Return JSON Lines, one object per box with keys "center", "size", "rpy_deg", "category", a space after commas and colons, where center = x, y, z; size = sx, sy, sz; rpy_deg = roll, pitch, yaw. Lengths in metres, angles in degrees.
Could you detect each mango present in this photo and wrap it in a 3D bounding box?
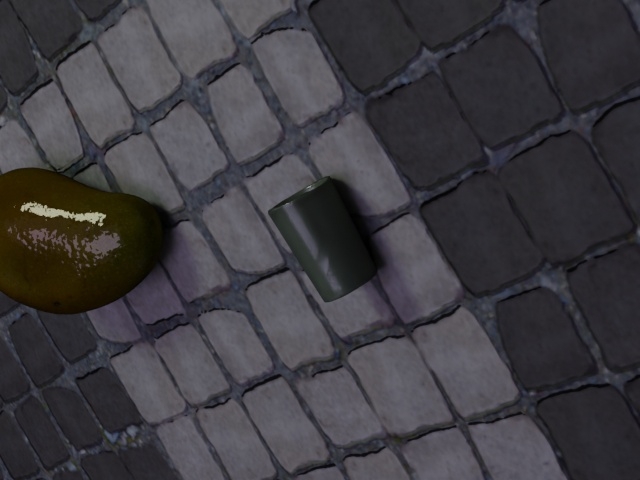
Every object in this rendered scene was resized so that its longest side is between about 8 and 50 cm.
{"center": [-0.234, 0.001, 1.359], "size": [0.227, 0.099, 0.136], "rpy_deg": [2, 109, 37], "category": "mango"}

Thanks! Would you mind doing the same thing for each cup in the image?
{"center": [-0.003, 0.002, 1.144], "size": [0.075, 0.054, 0.083], "rpy_deg": [-22, 100, 50], "category": "cup"}
